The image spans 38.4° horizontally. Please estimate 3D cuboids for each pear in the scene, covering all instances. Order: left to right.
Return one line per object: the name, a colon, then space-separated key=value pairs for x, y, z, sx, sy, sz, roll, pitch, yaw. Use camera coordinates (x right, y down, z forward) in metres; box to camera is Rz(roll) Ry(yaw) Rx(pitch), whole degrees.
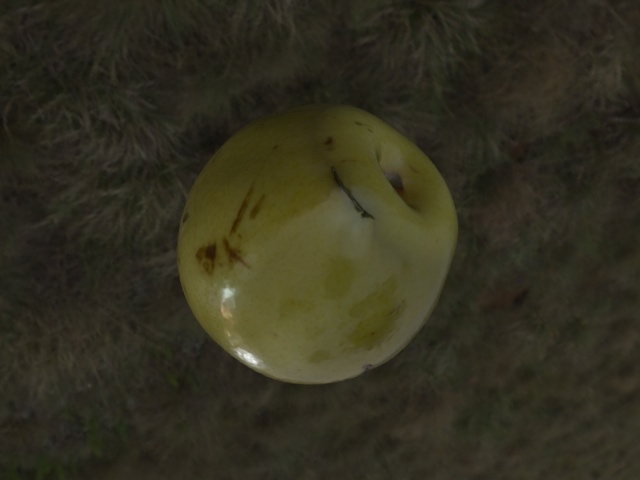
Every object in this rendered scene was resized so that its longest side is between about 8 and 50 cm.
pear: x=0.000 y=0.000 z=0.989 sx=0.309 sy=0.309 sz=0.309 roll=-25 pitch=154 yaw=-13
